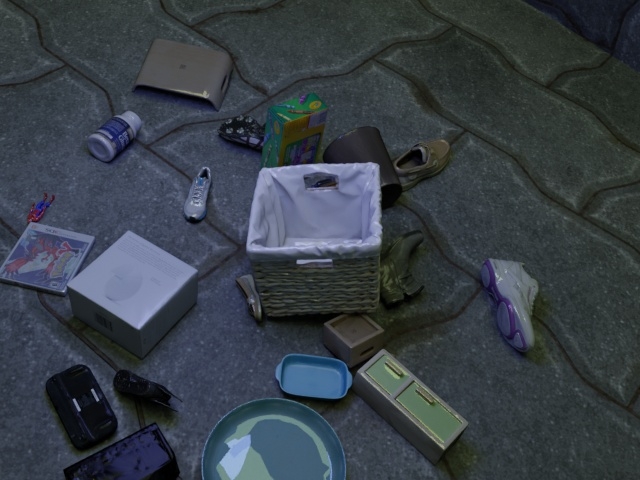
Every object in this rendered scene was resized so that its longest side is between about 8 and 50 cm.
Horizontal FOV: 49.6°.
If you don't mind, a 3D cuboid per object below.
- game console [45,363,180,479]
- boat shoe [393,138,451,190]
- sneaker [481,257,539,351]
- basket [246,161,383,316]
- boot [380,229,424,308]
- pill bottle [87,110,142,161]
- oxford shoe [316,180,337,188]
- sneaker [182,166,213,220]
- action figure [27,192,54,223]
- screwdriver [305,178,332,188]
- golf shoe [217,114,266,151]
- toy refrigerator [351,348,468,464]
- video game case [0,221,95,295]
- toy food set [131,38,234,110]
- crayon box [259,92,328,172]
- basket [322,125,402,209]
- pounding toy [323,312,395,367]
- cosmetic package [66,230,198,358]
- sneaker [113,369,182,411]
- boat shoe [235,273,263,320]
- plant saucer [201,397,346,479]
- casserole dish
[{"bbox_3d":[-0.481,0.418,1.526,0.213,0.044,0.361,-22,57,-30],"label":"game console"},{"bbox_3d":[0.332,-0.266,2.257,0.109,0.098,0.302,40,53,23],"label":"boat shoe"},{"bbox_3d":[0.552,0.166,1.906,0.152,0.114,0.305,0,49,-10],"label":"sneaker"},{"bbox_3d":[0.000,0.000,1.788,0.328,0.266,0.331,-3,42,6],"label":"basket"},{"bbox_3d":[0.237,0.086,1.952,0.246,0.083,0.161,-33,68,-26],"label":"boot"},{"bbox_3d":[-0.626,-0.325,2.122,0.094,0.094,0.169,25,49,11],"label":"pill bottle"},{"bbox_3d":[-0.013,-0.116,2.090,0.212,0.076,0.076,-36,93,-37],"label":"oxford shoe"},{"bbox_3d":[-0.358,-0.142,2.022,0.071,0.083,0.190,10,49,-5],"label":"sneaker"},{"bbox_3d":[-0.783,-0.089,1.926,0.038,0.030,0.115,19,50,-1],"label":"action figure"},{"bbox_3d":[-0.041,-0.160,2.149,0.170,0.025,0.024,-21,56,-16],"label":"screwdriver"},{"bbox_3d":[-0.208,-0.326,2.210,0.273,0.120,0.105,10,50,29],"label":"golf shoe"},{"bbox_3d":[0.210,0.391,1.651,0.269,0.094,0.102,40,53,23],"label":"toy refrigerator"},{"bbox_3d":[-0.720,0.045,1.822,0.183,0.023,0.201,13,48,0],"label":"video game case"},{"bbox_3d":[-0.472,-0.565,2.385,0.306,0.092,0.220,12,59,1],"label":"toy food set"},{"bbox_3d":[-0.084,-0.292,2.076,0.165,0.278,0.081,-25,59,-30],"label":"crayon box"},{"bbox_3d":[0.147,-0.216,2.145,0.204,0.154,0.227,-25,60,-8],"label":"basket"},{"bbox_3d":[0.101,0.256,1.763,0.141,0.100,0.130,-22,42,-31],"label":"pounding toy"},{"bbox_3d":[-0.460,0.130,1.720,0.224,0.138,0.224,29,51,14],"label":"cosmetic package"},{"bbox_3d":[-0.400,0.347,1.596,0.170,0.089,0.051,7,66,42],"label":"sneaker"},{"bbox_3d":[-0.185,0.152,1.815,0.048,0.056,0.153,-13,51,-10],"label":"boat shoe"},{"bbox_3d":[-0.103,0.500,1.528,0.317,0.043,0.317,6,48,-7],"label":"plant saucer"},{"bbox_3d":[-0.018,0.339,1.692,0.188,0.037,0.114,8,48,-5],"label":"casserole dish"}]
